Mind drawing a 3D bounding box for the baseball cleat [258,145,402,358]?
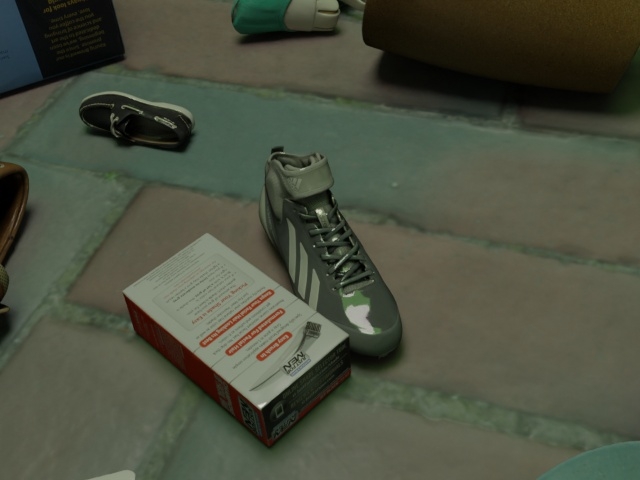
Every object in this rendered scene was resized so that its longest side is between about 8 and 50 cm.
[{"bbox_3d":[0.000,0.000,0.693,0.072,0.109,0.206,-22,50,-22],"label":"baseball cleat"}]

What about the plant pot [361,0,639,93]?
[{"bbox_3d":[0.207,-0.255,0.865,0.254,0.237,0.237,29,53,10],"label":"plant pot"}]

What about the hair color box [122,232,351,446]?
[{"bbox_3d":[-0.067,0.073,0.669,0.093,0.053,0.167,-37,52,-28],"label":"hair color box"}]

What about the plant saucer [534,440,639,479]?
[{"bbox_3d":[0.177,0.205,0.488,0.195,0.037,0.195,-30,25,16],"label":"plant saucer"}]

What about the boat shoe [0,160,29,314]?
[{"bbox_3d":[-0.319,0.032,0.689,0.119,0.123,0.324,-1,47,0],"label":"boat shoe"}]

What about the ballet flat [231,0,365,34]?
[{"bbox_3d":[0.013,-0.299,1.006,0.247,0.083,0.087,-35,66,-23],"label":"ballet flat"}]

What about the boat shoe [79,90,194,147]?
[{"bbox_3d":[-0.194,-0.121,0.877,0.125,0.046,0.038,12,43,5],"label":"boat shoe"}]

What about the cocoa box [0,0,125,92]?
[{"bbox_3d":[-0.432,-0.300,0.944,0.347,0.228,0.231,-22,47,-15],"label":"cocoa box"}]

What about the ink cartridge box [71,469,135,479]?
[{"bbox_3d":[-0.196,0.221,0.531,0.181,0.062,0.104,-12,46,-6],"label":"ink cartridge box"}]
